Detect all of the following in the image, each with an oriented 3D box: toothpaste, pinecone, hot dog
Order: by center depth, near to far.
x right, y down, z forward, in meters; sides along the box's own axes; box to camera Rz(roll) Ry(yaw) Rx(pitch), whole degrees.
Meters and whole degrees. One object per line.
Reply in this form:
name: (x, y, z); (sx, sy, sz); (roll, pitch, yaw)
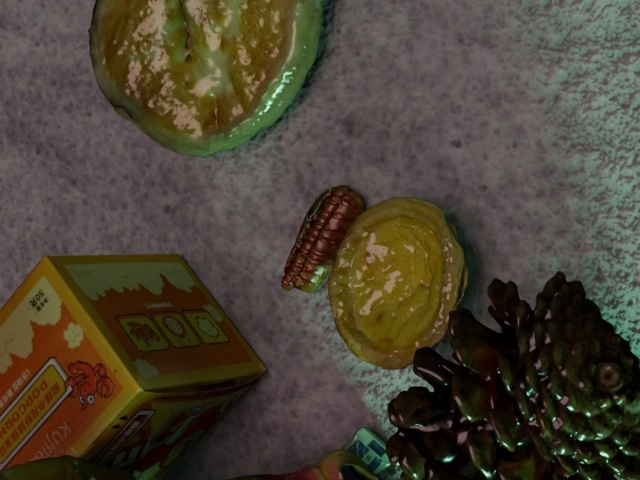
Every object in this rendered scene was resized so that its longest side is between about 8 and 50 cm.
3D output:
pinecone: (0.181, 0.172, 1.206); (0.292, 0.246, 0.246); (-36, 72, 40)
toothpaste: (0.007, 0.292, 1.412); (0.057, 0.035, 0.197); (42, 110, -3)
hot dog: (-0.001, 0.000, 1.418); (0.062, 0.038, 0.144); (39, 108, 24)

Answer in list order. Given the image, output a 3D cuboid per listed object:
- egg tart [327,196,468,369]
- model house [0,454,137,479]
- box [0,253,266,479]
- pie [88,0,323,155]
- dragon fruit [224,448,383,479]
egg tart: (0.090, 0.048, 1.337); (0.191, 0.074, 0.191); (-7, 78, 37)
model house: (-0.223, 0.357, 1.249); (0.239, 0.268, 0.173); (43, 95, 28)
box: (-0.265, 0.184, 1.438); (0.283, 0.259, 0.214); (-48, 70, 20)
pie: (-0.138, -0.268, 1.480); (0.339, 0.077, 0.339); (-1, 87, 26)
dragon fruit: (0.002, 0.364, 1.275); (0.225, 0.305, 0.306); (-18, 80, 6)
